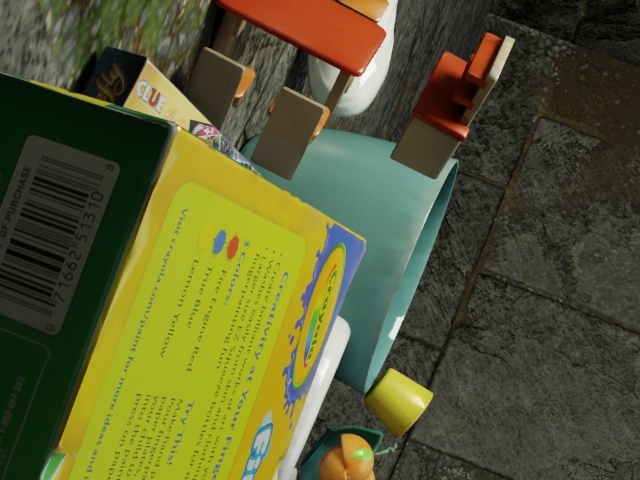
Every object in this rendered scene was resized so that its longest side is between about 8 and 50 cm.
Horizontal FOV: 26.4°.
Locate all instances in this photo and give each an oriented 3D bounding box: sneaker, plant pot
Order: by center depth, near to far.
[{"bbox_3d":[0.000,0.000,1.597,0.293,0.235,0.293,22,90,-81],"label":"plant pot"},{"bbox_3d":[0.048,-0.307,1.625,0.169,0.108,0.292,87,16,-68],"label":"sneaker"}]

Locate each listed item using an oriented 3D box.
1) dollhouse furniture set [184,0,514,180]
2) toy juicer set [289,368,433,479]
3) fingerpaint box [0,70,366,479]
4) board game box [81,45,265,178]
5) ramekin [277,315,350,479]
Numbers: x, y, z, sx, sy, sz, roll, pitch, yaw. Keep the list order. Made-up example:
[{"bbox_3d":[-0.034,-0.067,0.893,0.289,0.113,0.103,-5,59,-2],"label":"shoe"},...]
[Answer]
[{"bbox_3d":[0.030,-0.180,1.254,0.262,0.259,0.135,-63,180,-44],"label":"dollhouse furniture set"},{"bbox_3d":[0.009,0.306,1.666,0.329,0.089,0.209,-49,-179,46],"label":"toy juicer set"},{"bbox_3d":[-0.162,0.153,0.867,0.445,0.163,0.371,-70,160,-2],"label":"fingerpaint box"},{"bbox_3d":[-0.131,-0.022,1.075,0.165,0.042,0.243,-65,152,-12],"label":"board game box"},{"bbox_3d":[-0.075,0.172,1.399,0.277,0.135,0.277,23,90,-88],"label":"ramekin"}]
